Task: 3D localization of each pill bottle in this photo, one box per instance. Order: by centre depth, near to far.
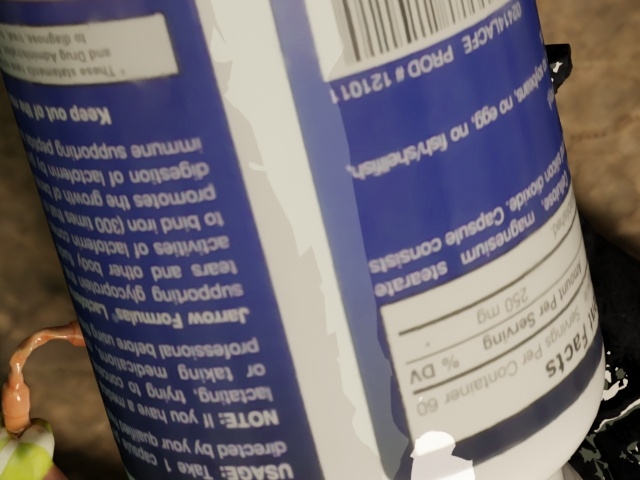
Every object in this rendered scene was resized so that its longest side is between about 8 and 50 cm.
[{"bbox_3d":[0.000,0.000,0.557,0.153,0.153,0.265,-14,110,-2],"label":"pill bottle"}]

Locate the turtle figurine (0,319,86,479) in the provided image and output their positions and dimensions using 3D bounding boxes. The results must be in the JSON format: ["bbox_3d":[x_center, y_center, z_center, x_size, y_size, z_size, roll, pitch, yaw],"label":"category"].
[{"bbox_3d":[-0.042,0.165,0.700,0.269,0.087,0.217,33,109,-24],"label":"turtle figurine"}]

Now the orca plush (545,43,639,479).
[{"bbox_3d":[0.122,0.061,0.661,0.151,0.102,0.287,-21,120,2],"label":"orca plush"}]
